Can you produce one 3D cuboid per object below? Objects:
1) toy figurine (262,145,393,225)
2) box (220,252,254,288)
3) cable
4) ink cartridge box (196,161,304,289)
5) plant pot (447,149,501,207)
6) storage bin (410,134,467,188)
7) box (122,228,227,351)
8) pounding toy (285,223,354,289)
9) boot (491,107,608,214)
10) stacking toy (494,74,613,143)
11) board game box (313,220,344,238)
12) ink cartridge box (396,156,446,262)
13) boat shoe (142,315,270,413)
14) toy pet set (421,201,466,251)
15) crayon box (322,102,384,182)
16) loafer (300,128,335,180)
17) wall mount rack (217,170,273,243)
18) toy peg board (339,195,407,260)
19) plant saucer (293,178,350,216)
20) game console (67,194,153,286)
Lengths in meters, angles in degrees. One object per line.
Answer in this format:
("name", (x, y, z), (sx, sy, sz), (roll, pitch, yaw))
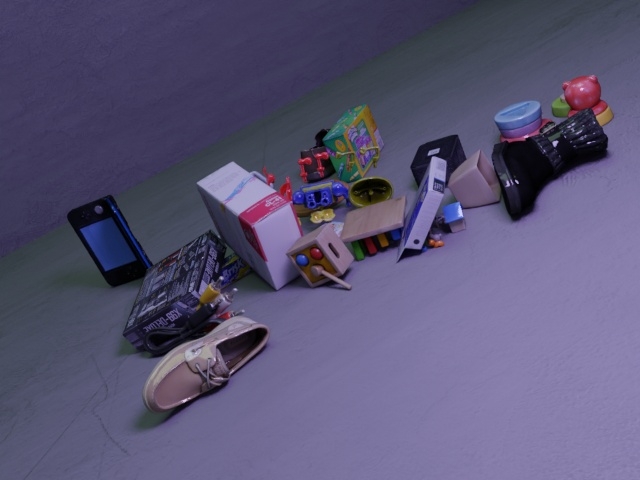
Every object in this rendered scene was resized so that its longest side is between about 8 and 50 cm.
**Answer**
("toy figurine", (0.017, -0.163, 2.117), (0.362, 0.191, 0.217), (-13, 8, 3))
("box", (-0.227, 0.067, 2.024), (0.169, 0.059, 0.054), (-31, 23, -14))
("cable", (-0.301, 0.214, 1.756), (0.287, 0.139, 0.072), (-36, -9, 26))
("ink cartridge box", (-0.173, -0.044, 1.895), (0.131, 0.226, 0.306), (-33, 41, -17))
("plant pot", (0.380, -0.142, 1.804), (0.096, 0.109, 0.109), (-28, 18, 30))
("storage bin", (0.334, -0.217, 2.040), (0.122, 0.084, 0.180), (-14, 23, 25))
("box", (-0.382, 0.127, 1.931), (0.242, 0.076, 0.307), (-31, 26, 16))
("pounding toy", (0.008, 0.054, 1.734), (0.130, 0.141, 0.100), (-26, 16, 40))
("boot", (0.543, -0.196, 1.701), (0.260, 0.131, 0.348), (-16, 23, 21))
("stacking toy", (0.643, -0.390, 2.042), (0.309, 0.130, 0.279), (-14, 24, 24))
("board game box", (0.000, 0.000, 1.977), (0.154, 0.026, 0.103), (-36, 25, -26))
("ink cartridge box", (0.243, -0.070, 1.736), (0.045, 0.208, 0.206), (21, 30, -1))
("boat shoe", (-0.237, 0.261, 1.534), (0.302, 0.109, 0.098), (-33, 21, -33))
("toy pet set", (0.285, -0.043, 1.718), (0.114, 0.065, 0.122), (-18, 23, 18))
("crayon box", (0.114, -0.326, 2.414), (0.081, 0.165, 0.278), (-13, 25, 29))
("loafer", (0.057, -0.347, 2.570), (0.133, 0.130, 0.366), (-6, 29, 40))
("wall mount rack", (-0.282, -0.059, 2.234), (0.304, 0.130, 0.350), (-58, -8, 20))
("toy peg board", (0.145, -0.027, 1.816), (0.160, 0.079, 0.161), (-16, 24, 18))
("plant saucer", (-0.004, -0.141, 2.291), (0.200, 0.037, 0.200), (-22, 22, 9))
("game console", (-0.645, 0.026, 2.252), (0.250, 0.293, 0.173), (-19, 22, 16))
